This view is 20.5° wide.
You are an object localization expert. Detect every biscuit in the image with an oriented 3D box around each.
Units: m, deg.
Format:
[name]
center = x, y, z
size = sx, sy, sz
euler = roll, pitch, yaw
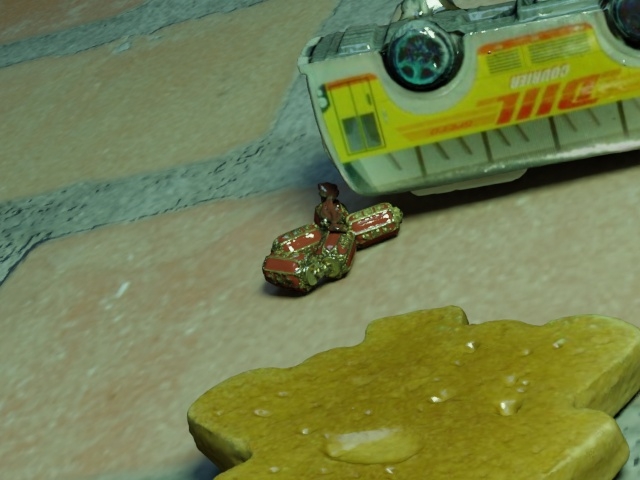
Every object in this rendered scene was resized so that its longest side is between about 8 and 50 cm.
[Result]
[biscuit]
center = 0.040, 0.098, 0.740
size = 0.212, 0.041, 0.238
euler = -9, 26, 9

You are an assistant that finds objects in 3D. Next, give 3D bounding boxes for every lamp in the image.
[lamp]
center = 0.000, 0.000, 0.983
size = 0.063, 0.031, 0.083
euler = 9, 38, 43

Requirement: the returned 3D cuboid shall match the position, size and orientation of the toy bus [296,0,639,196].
[toy bus]
center = 0.127, -0.094, 0.980
size = 0.268, 0.106, 0.092
euler = -10, 17, 10
